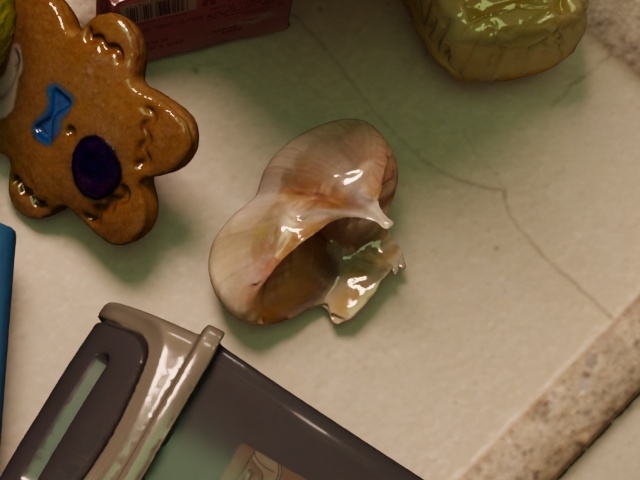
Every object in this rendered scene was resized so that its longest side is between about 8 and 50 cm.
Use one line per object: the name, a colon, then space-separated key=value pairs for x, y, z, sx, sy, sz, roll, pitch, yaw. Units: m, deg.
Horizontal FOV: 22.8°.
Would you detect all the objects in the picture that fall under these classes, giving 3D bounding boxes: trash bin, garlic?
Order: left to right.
trash bin: x=-0.066 y=0.188 z=1.089 sx=0.290 sy=0.182 sz=0.209 roll=31 pitch=74 yaw=-3
garlic: x=-0.008 y=-0.010 z=1.186 sx=0.174 sy=0.099 sz=0.124 roll=-43 pitch=68 yaw=-13

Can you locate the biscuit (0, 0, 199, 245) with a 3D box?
biscuit: x=-0.198 y=-0.102 z=1.174 sx=0.236 sy=0.039 sz=0.180 roll=38 pitch=117 yaw=17

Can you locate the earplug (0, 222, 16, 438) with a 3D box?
earplug: x=-0.283 y=0.125 z=1.113 sx=0.132 sy=0.132 sz=0.273 roll=0 pitch=79 yaw=-5

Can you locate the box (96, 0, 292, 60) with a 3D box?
box: x=-0.095 y=-0.194 z=1.214 sx=0.156 sy=0.111 sz=0.060 roll=-13 pitch=70 yaw=-10

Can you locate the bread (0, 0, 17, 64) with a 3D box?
bread: x=-0.346 y=-0.263 z=1.161 sx=0.112 sy=0.166 sz=0.383 roll=-22 pitch=57 yaw=-43

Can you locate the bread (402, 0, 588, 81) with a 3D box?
bread: x=0.124 y=-0.241 z=1.247 sx=0.140 sy=0.106 sz=0.236 roll=-11 pitch=77 yaw=-6
